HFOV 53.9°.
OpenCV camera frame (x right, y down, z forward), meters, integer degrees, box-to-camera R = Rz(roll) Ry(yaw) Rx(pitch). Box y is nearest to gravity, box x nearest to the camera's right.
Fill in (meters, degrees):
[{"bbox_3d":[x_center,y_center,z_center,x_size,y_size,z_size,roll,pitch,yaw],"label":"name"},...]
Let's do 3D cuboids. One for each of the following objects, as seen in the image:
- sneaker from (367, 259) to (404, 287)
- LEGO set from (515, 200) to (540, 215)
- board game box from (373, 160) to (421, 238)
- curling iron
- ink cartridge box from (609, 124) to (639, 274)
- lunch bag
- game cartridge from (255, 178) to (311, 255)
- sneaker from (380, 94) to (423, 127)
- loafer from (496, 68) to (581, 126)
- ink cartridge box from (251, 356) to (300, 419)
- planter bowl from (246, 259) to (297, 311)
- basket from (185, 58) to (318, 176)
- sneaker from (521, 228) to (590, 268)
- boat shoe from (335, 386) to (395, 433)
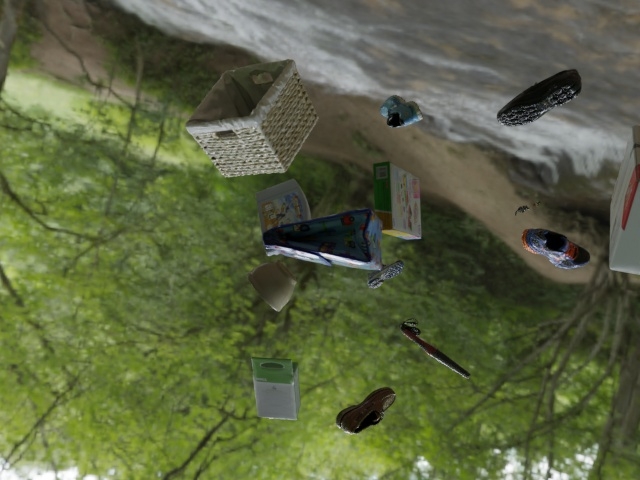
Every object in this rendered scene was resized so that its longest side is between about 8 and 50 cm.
[{"bbox_3d":[0.202,0.094,2.011,0.052,0.135,0.058,41,-157,-45],"label":"sneaker"},{"bbox_3d":[0.628,-0.103,1.919,0.083,0.023,0.054,-30,-177,18],"label":"LEGO set"},{"bbox_3d":[0.285,-0.137,2.289,0.064,0.242,0.316,-5,172,27],"label":"board game box"},{"bbox_3d":[0.362,0.341,1.996,0.068,0.035,0.274,-37,-119,-28],"label":"curling iron"},{"bbox_3d":[0.648,-0.083,1.232,0.114,0.197,0.273,12,-146,18],"label":"ink cartridge box"},{"bbox_3d":[0.000,0.000,1.593,0.293,0.138,0.221,0,173,13],"label":"lunch bag"},{"bbox_3d":[-0.139,-0.098,2.428,0.198,0.297,0.062,-23,146,13],"label":"game cartridge"},{"bbox_3d":[0.189,-0.324,1.598,0.073,0.063,0.162,-34,-155,-10],"label":"sneaker"},{"bbox_3d":[0.548,-0.357,1.584,0.076,0.078,0.223,39,137,-27],"label":"loafer"},{"bbox_3d":[-0.115,0.371,1.649,0.109,0.209,0.062,3,-150,10],"label":"ink cartridge box"},{"bbox_3d":[-0.145,0.131,2.019,0.162,0.109,0.162,48,-178,-3],"label":"planter bowl"},{"bbox_3d":[-0.231,-0.422,2.220,0.328,0.331,0.266,0,137,34],"label":"basket"},{"bbox_3d":[0.691,0.024,1.814,0.221,0.083,0.087,18,167,-16],"label":"sneaker"},{"bbox_3d":[0.208,0.700,2.546,0.307,0.111,0.104,-23,-151,-34],"label":"boat shoe"}]
